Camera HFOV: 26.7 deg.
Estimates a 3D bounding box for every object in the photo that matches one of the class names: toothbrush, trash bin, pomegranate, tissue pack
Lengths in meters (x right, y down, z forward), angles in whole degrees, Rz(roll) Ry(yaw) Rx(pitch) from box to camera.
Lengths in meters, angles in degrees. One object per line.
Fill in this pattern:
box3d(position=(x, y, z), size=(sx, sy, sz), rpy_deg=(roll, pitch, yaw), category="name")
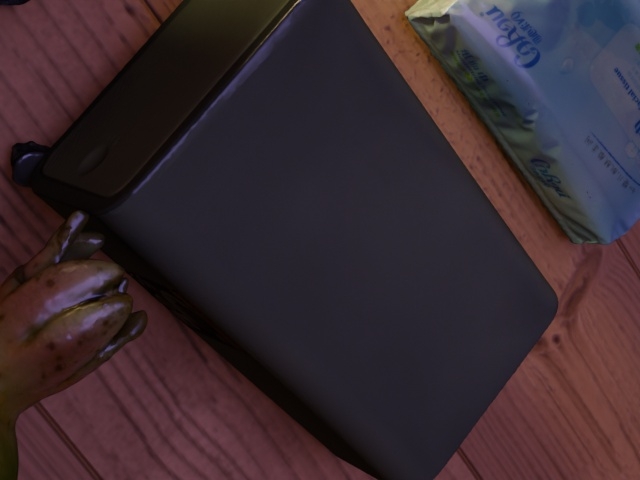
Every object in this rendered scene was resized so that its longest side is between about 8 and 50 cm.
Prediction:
box3d(position=(-0.090, -0.040, 1.017), size=(0.297, 0.030, 0.030), rpy_deg=(7, 118, -30), category="toothbrush")
box3d(position=(0.000, 0.000, 0.969), size=(0.223, 0.158, 0.343), rpy_deg=(-50, 119, -14), category="trash bin")
box3d(position=(-0.246, 0.098, 0.806), size=(0.301, 0.236, 0.236), rpy_deg=(-23, 101, -9), category="pomegranate")
box3d(position=(0.216, -0.147, 1.154), size=(0.177, 0.089, 0.263), rpy_deg=(-46, 110, -19), category="tissue pack")

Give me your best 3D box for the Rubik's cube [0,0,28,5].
box3d(position=(-0.261, -0.275, 0.809), size=(0.237, 0.237, 0.238), rpy_deg=(-5, 93, -27), category="Rubik's cube")
